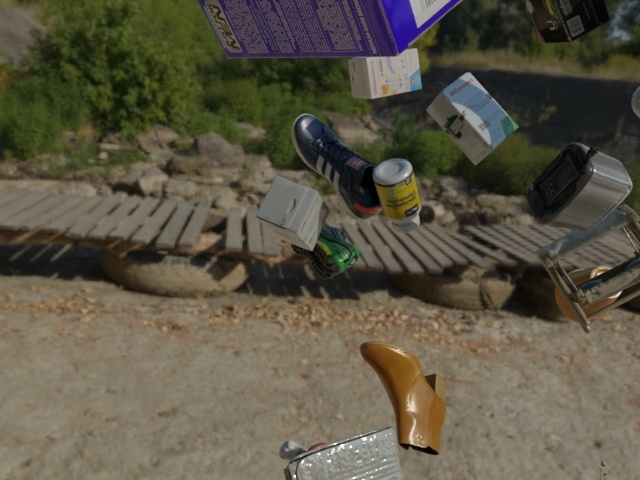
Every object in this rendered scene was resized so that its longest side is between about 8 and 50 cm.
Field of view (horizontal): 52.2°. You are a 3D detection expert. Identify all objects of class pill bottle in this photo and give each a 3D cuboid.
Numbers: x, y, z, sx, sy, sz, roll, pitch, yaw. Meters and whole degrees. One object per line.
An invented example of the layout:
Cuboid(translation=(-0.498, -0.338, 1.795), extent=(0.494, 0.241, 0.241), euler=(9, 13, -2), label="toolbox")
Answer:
Cuboid(translation=(0.203, -0.112, 1.689), extent=(0.103, 0.184, 0.103), euler=(-13, 38, 11), label="pill bottle")

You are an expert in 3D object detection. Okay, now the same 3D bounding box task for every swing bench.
Cuboid(translation=(0.724, 0.062, 1.675), extent=(0.255, 0.253, 0.165), euler=(64, 13, 24), label="swing bench")

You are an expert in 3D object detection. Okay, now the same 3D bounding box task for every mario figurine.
Cuboid(translation=(-0.023, 0.633, 1.680), extent=(0.198, 0.321, 0.170), euler=(11, 52, 10), label="mario figurine")

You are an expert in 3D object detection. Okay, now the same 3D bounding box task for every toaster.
Cuboid(translation=(0.589, -0.121, 1.476), extent=(0.146, 0.227, 0.129), euler=(13, 44, -21), label="toaster")

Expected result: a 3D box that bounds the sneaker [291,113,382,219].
Cuboid(translation=(0.064, -0.215, 1.799), extent=(0.131, 0.350, 0.148), euler=(-46, 12, -23), label="sneaker")

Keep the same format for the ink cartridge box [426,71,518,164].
Cuboid(translation=(0.435, -0.351, 1.874), extent=(0.219, 0.092, 0.160), euler=(49, 54, 4), label="ink cartridge box")

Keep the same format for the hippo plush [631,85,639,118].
Cuboid(translation=(0.937, -0.315, 1.680), extent=(0.236, 0.234, 0.294), euler=(25, -18, -32), label="hippo plush")

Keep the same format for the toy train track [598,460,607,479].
Cuboid(translation=(0.745, 0.619, 1.719), extent=(0.014, 0.048, 0.083), euler=(-14, 33, 35), label="toy train track")

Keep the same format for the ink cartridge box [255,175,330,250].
Cuboid(translation=(-0.069, -0.070, 1.728), extent=(0.127, 0.128, 0.176), euler=(22, -10, 17), label="ink cartridge box")

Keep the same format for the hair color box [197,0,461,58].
Cuboid(translation=(0.014, -0.321, 0.831), extent=(0.338, 0.110, 0.185), euler=(19, 54, 46), label="hair color box")

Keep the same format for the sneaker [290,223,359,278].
Cuboid(translation=(0.000, 0.000, 2.142), extent=(0.146, 0.134, 0.343), euler=(-17, 42, -27), label="sneaker")

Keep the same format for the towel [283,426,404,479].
Cuboid(translation=(0.059, 0.520, 1.385), extent=(0.282, 0.187, 0.049), euler=(-6, -7, -32), label="towel")

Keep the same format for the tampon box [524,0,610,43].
Cuboid(translation=(0.567, -0.534, 1.513), extent=(0.101, 0.120, 0.161), euler=(-28, 16, 1), label="tampon box")

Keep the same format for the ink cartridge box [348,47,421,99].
Cuboid(translation=(0.138, -0.370, 1.457), extent=(0.143, 0.092, 0.090), euler=(-15, 19, -15), label="ink cartridge box")

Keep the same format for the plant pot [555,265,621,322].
Cuboid(translation=(1.007, 0.184, 2.418), extent=(0.205, 0.205, 0.188), euler=(6, -24, -6), label="plant pot")

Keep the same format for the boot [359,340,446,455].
Cuboid(translation=(0.202, 0.392, 1.603), extent=(0.295, 0.211, 0.104), euler=(33, -41, -25), label="boot")

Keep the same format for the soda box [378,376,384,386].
Cuboid(translation=(0.218, 0.409, 1.955), extent=(0.058, 0.063, 0.183), euler=(-4, 38, -22), label="soda box")
